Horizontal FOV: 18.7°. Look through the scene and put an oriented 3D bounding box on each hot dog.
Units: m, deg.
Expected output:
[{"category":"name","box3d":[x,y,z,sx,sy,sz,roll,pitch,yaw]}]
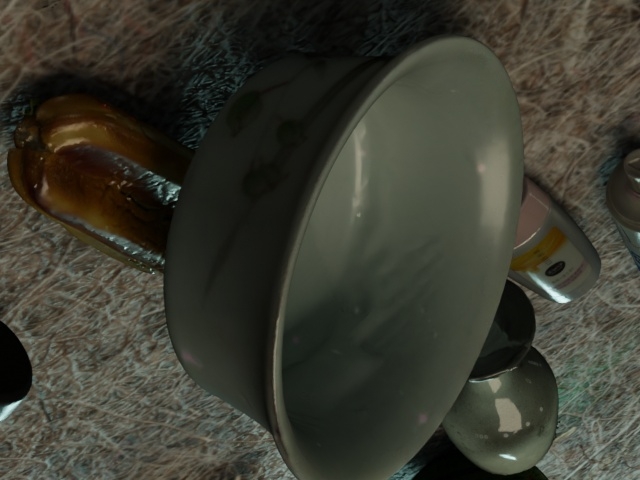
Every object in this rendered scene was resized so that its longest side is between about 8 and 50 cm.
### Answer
[{"category":"hot dog","box3d":[-0.145,-0.040,1.445,0.104,0.076,0.250,-54,148,6]}]

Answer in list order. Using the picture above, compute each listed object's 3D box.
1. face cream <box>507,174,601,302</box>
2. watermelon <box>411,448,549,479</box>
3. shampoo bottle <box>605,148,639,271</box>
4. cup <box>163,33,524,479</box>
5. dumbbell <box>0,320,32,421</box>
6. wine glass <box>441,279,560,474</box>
[{"category":"face cream","box3d":[0.193,0.000,1.770,0.084,0.057,0.198,-36,149,14]},{"category":"watermelon","box3d":[0.166,0.326,2.114,0.188,0.188,0.215,7,129,-43]},{"category":"shampoo bottle","box3d":[0.331,-0.008,1.830,0.092,0.092,0.303,-31,150,6]},{"category":"cup","box3d":[0.000,0.000,1.445,0.347,0.163,0.347,-38,137,-46]},{"category":"dumbbell","box3d":[-0.320,0.144,1.555,0.100,0.100,0.191,10,134,-45]},{"category":"wine glass","box3d":[0.165,0.136,1.891,0.126,0.126,0.241,-25,148,-3]}]
